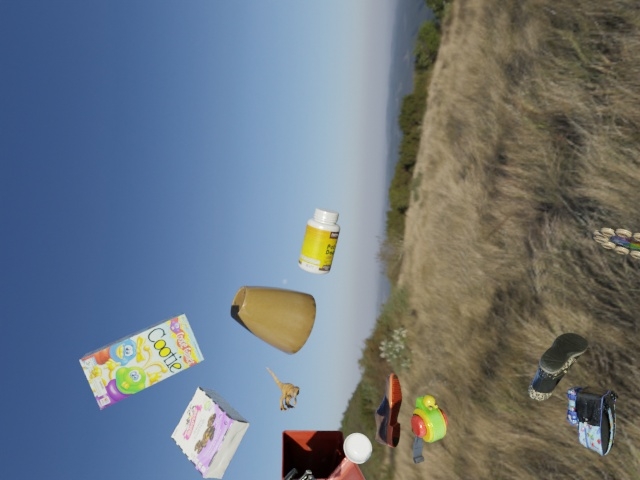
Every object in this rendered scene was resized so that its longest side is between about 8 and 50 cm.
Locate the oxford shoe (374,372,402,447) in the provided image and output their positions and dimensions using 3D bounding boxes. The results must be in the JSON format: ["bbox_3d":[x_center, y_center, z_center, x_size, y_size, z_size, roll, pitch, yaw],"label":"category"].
[{"bbox_3d":[0.258,0.661,1.723,0.096,0.098,0.272,25,-113,-50],"label":"oxford shoe"}]

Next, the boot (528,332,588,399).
[{"bbox_3d":[0.799,0.425,1.484,0.236,0.085,0.179,-22,-49,-31],"label":"boot"}]

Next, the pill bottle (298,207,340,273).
[{"bbox_3d":[0.000,0.000,1.515,0.117,0.117,0.215,-50,-27,-77],"label":"pill bottle"}]

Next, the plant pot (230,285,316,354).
[{"bbox_3d":[-0.185,0.263,1.580,0.237,0.254,0.237,-43,34,39],"label":"plant pot"}]

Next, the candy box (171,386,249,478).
[{"bbox_3d":[-0.316,0.541,1.246,0.070,0.196,0.165,36,-102,-45],"label":"candy box"}]

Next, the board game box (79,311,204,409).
[{"bbox_3d":[-0.485,0.321,1.212,0.142,0.275,0.144,68,158,-2],"label":"board game box"}]

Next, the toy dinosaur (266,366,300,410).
[{"bbox_3d":[-0.112,0.495,1.446,0.211,0.064,0.113,-5,78,57],"label":"toy dinosaur"}]

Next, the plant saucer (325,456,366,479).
[{"bbox_3d":[0.062,0.900,1.519,0.258,0.047,0.259,-47,4,-8],"label":"plant saucer"}]

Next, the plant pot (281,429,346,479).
[{"bbox_3d":[-0.033,0.982,1.825,0.267,0.266,0.236,-104,17,-72],"label":"plant pot"}]

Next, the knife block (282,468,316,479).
[{"bbox_3d":[-0.131,0.752,1.198,0.088,0.275,0.242,47,-141,-29],"label":"knife block"}]

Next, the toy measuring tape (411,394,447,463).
[{"bbox_3d":[0.366,0.667,1.488,0.121,0.121,0.330,-68,-21,-65],"label":"toy measuring tape"}]

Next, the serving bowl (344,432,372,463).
[{"bbox_3d":[0.112,0.608,1.292,0.027,0.083,0.084,25,-110,-74],"label":"serving bowl"}]

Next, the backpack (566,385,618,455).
[{"bbox_3d":[0.800,0.530,1.291,0.158,0.116,0.174,5,-95,-48],"label":"backpack"}]

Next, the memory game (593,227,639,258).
[{"bbox_3d":[0.820,0.012,1.156,0.012,0.186,0.186,-64,-10,-5],"label":"memory game"}]
